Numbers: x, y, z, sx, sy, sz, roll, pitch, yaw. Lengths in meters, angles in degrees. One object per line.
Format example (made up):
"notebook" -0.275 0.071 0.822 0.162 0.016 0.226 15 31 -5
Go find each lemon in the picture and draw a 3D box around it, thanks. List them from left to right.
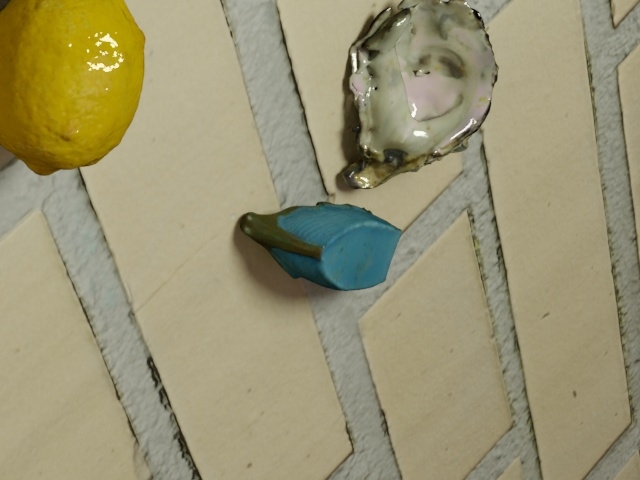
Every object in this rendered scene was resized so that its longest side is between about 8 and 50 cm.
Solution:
"lemon" -0.181 -0.121 1.365 0.114 0.114 0.155 1 109 -53

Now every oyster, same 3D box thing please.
"oyster" 0.077 -0.131 1.747 0.191 0.081 0.163 -47 120 1

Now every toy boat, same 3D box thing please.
"toy boat" 0.000 0.000 1.730 0.185 0.077 0.075 0 111 -62
